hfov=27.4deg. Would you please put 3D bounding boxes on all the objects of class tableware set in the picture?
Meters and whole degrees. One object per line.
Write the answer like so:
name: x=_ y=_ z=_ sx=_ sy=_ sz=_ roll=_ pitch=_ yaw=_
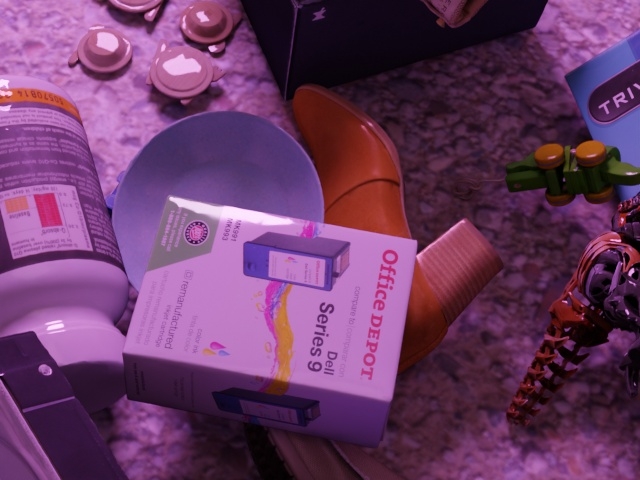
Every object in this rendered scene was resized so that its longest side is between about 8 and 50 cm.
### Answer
tableware set: x=-0.166 y=-0.212 z=1.335 sx=0.168 sy=0.020 sz=0.141 roll=23 pitch=61 yaw=7

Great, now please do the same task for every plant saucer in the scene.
plant saucer: x=-0.089 y=-0.018 z=1.173 sx=0.195 sy=0.037 sz=0.195 roll=-2 pitch=78 yaw=11

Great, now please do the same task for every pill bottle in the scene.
pill bottle: x=-0.257 y=0.010 z=1.131 sx=0.162 sy=0.162 sz=0.278 roll=-14 pitch=65 yaw=-13

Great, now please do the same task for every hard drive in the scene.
hard drive: x=-0.201 y=0.269 z=0.968 sx=0.064 sy=0.237 sz=0.339 roll=-13 pitch=61 yaw=-51

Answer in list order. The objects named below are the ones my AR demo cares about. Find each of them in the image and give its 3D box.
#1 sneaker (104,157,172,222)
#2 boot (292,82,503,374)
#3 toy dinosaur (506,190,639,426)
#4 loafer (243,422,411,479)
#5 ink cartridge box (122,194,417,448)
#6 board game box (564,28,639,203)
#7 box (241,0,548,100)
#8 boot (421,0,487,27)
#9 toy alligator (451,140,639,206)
sneaker: x=-0.172 y=-0.042 z=1.224 sx=0.053 sy=0.059 sz=0.144 roll=28 pitch=64 yaw=6
boot: x=0.001 y=0.001 z=1.203 sx=0.211 sy=0.104 sz=0.295 roll=-38 pitch=61 yaw=-10
toy dinosaur: x=0.297 y=0.048 z=1.146 sx=0.164 sy=0.322 sz=0.218 roll=14 pitch=27 yaw=-24
loafer: x=0.027 y=0.216 z=1.098 sx=0.092 sy=0.102 sz=0.268 roll=-30 pitch=79 yaw=-21
ink cartridge box: x=-0.037 y=0.064 z=1.056 sx=0.212 sy=0.093 sz=0.154 roll=12 pitch=58 yaw=2
board game box: x=0.405 y=-0.073 z=1.210 sx=0.254 sy=0.079 sz=0.336 roll=-32 pitch=63 yaw=27
box: x=0.050 y=-0.337 z=1.330 sx=0.296 sy=0.183 sz=0.294 roll=-18 pitch=67 yaw=-13
boot: x=0.042 y=-0.258 z=1.145 sx=0.262 sy=0.095 sz=0.203 roll=-35 pitch=74 yaw=-24
toy alligator: x=0.221 y=-0.069 z=1.261 sx=0.189 sy=0.056 sz=0.051 roll=-2 pitch=37 yaw=27
